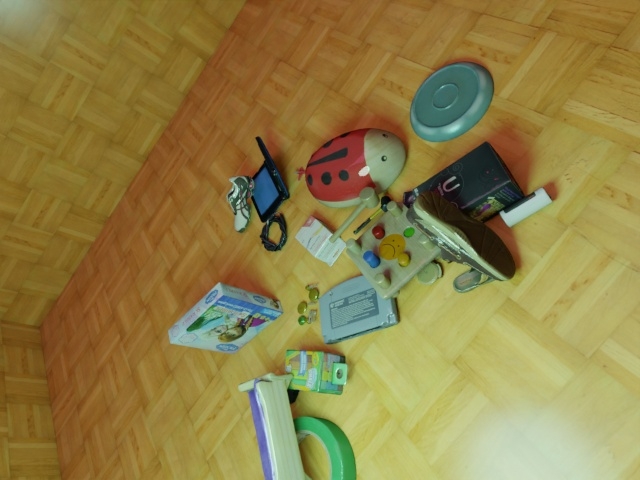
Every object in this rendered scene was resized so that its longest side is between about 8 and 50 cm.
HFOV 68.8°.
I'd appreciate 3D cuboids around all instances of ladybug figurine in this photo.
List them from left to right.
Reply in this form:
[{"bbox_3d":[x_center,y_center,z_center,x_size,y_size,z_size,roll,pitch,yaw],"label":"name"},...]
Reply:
[{"bbox_3d":[0.103,-0.285,1.781,0.449,0.162,0.305,-17,61,36],"label":"ladybug figurine"}]

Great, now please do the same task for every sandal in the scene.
[{"bbox_3d":[0.464,0.094,1.366,0.180,0.049,0.072,-34,53,21],"label":"sandal"}]

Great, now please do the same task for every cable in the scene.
[{"bbox_3d":[-0.205,-0.027,2.022,0.150,0.047,0.184,-39,51,23],"label":"cable"}]

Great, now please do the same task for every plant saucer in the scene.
[{"bbox_3d":[0.449,-0.501,1.653,0.317,0.043,0.318,-18,61,36],"label":"plant saucer"}]

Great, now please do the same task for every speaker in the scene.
[{"bbox_3d":[0.589,-0.095,1.338,0.136,0.055,0.055,-35,52,26],"label":"speaker"}]

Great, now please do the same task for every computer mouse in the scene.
[{"bbox_3d":[-0.131,0.593,1.685,0.071,0.041,0.242,14,82,43],"label":"computer mouse"}]

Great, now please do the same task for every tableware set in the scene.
[{"bbox_3d":[-0.045,0.245,1.778,0.104,0.024,0.154,-13,65,41],"label":"tableware set"}]

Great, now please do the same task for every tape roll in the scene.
[{"bbox_3d":[-0.035,0.741,1.508,0.321,0.077,0.321,-18,60,35],"label":"tape roll"}]

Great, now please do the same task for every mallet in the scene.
[{"bbox_3d":[0.189,-0.080,1.696,0.190,0.039,0.062,-47,24,21],"label":"mallet"}]

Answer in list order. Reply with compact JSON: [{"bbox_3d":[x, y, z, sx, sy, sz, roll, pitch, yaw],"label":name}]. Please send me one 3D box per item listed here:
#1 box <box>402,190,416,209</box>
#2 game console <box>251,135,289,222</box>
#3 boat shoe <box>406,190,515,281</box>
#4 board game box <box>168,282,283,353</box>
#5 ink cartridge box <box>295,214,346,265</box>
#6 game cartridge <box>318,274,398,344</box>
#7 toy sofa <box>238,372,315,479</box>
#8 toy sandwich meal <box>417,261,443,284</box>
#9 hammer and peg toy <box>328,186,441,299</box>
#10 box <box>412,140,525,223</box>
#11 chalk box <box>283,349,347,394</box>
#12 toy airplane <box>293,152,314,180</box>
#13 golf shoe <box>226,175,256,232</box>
[{"bbox_3d":[0.318,-0.132,1.621,0.067,0.018,0.083,-6,68,41],"label":"box"},{"bbox_3d":[-0.270,-0.276,2.113,0.173,0.250,0.293,-27,51,-2],"label":"game console"},{"bbox_3d":[0.390,0.004,1.328,0.123,0.342,0.123,-52,-3,-37],"label":"boat shoe"},{"bbox_3d":[-0.364,0.315,1.823,0.318,0.318,0.066,-42,49,21],"label":"board game box"},{"bbox_3d":[0.000,0.000,1.812,0.115,0.067,0.198,-55,46,8],"label":"ink cartridge box"},{"bbox_3d":[0.125,0.228,1.611,0.297,0.062,0.198,-24,53,32],"label":"game cartridge"},{"bbox_3d":[-0.157,0.610,1.458,0.150,0.177,0.362,-28,66,30],"label":"toy sofa"},{"bbox_3d":[0.348,0.105,1.485,0.085,0.029,0.085,-20,59,38],"label":"toy sandwich meal"},{"bbox_3d":[0.206,0.001,1.540,0.266,0.127,0.361,-43,46,6],"label":"hammer and peg toy"},{"bbox_3d":[0.446,-0.141,1.423,0.270,0.143,0.165,-34,53,25],"label":"box"},{"bbox_3d":[-0.004,0.444,1.573,0.213,0.132,0.132,-10,66,39],"label":"chalk box"},{"bbox_3d":[-0.057,-0.300,2.024,0.151,0.028,0.151,-20,58,35],"label":"toy airplane"},{"bbox_3d":[-0.384,-0.170,2.165,0.105,0.120,0.273,31,115,53],"label":"golf shoe"}]
